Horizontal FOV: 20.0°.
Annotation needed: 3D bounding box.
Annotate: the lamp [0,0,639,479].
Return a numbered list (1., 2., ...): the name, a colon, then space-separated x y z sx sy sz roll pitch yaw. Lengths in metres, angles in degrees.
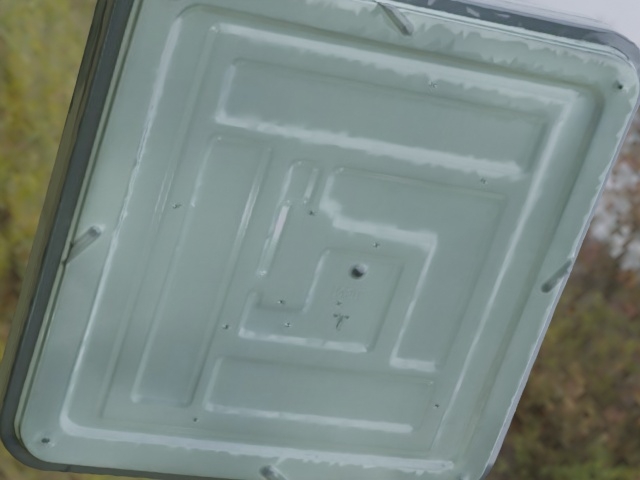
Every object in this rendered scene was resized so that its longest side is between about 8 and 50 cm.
1. lamp: 0.000 0.000 0.865 0.269 0.266 0.047 8 24 -25
